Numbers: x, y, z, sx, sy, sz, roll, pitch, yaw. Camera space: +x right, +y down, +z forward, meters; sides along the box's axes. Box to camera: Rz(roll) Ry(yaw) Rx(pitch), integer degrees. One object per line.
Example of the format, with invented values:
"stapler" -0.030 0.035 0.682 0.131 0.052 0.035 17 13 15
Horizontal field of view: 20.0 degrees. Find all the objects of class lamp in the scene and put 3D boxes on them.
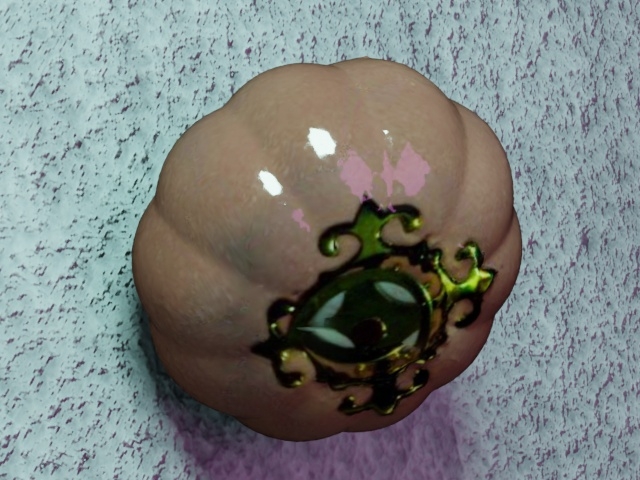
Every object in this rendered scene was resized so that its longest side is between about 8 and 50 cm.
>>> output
"lamp" 0.000 0.000 1.382 0.305 0.239 0.305 -11 121 -19
